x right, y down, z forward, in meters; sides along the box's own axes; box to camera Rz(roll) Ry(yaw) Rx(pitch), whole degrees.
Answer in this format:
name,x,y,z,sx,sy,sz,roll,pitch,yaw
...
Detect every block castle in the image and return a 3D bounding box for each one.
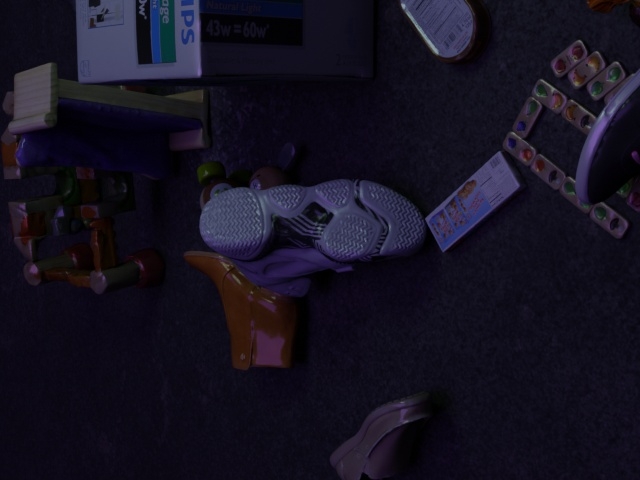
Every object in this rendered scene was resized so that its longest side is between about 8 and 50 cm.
name,x,y,z,sx,sy,sz,roll,pitch,yaw
block castle,-0.494,-0.119,2.159,0.303,0.213,0.453,3,102,36

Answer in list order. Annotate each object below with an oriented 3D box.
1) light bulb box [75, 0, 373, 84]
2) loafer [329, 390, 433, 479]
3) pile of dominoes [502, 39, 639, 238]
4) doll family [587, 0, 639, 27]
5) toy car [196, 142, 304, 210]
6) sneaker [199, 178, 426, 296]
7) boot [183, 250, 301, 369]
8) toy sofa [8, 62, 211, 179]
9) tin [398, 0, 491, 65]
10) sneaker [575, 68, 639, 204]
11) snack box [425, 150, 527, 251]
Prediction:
name,x,y,z,sx,sy,sz,roll,pitch,yaw
light bulb box,-0.158,-0.367,1.645,0.361,0.358,0.225,8,102,48
loafer,0.110,0.328,1.615,0.092,0.102,0.268,61,142,22
pile of dominoes,0.359,-0.139,1.332,0.251,0.040,0.196,45,125,35
doll family,0.372,-0.377,1.235,0.163,0.118,0.262,-34,69,44
toy car,-0.107,-0.089,1.790,0.188,0.149,0.155,-31,64,33
sneaker,0.000,0.000,1.665,0.366,0.210,0.137,1,68,12
boot,-0.157,0.130,1.874,0.295,0.104,0.211,7,93,41
toy sofa,-0.394,-0.218,1.919,0.150,0.363,0.177,-2,86,47
tin,0.183,-0.347,1.511,0.106,0.040,0.189,-49,59,34
sneaker,0.429,-0.136,1.176,0.295,0.105,0.147,-54,52,16
snack box,0.228,-0.055,1.497,0.178,0.022,0.064,-45,62,40
